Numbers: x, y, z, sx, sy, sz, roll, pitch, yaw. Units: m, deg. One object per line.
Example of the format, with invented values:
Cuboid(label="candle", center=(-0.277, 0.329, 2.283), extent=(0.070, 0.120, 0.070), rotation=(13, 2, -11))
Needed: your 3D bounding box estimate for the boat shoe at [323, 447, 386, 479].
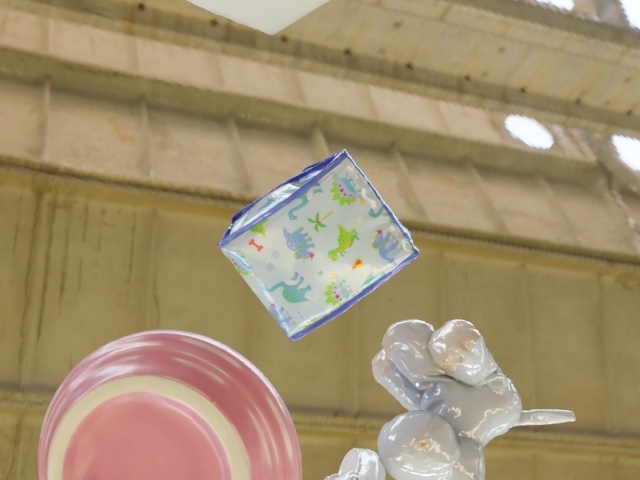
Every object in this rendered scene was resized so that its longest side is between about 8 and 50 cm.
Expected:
Cuboid(label="boat shoe", center=(0.025, 0.365, 1.346), extent=(0.096, 0.098, 0.277), rotation=(28, -159, -5))

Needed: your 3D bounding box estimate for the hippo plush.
Cuboid(label="hippo plush", center=(0.171, 0.282, 1.432), extent=(0.294, 0.234, 0.236), rotation=(43, -125, -24))

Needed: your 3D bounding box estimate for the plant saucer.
Cuboid(label="plant saucer", center=(-0.191, 0.275, 1.152), extent=(0.332, 0.332, 0.084), rotation=(40, -170, 7))

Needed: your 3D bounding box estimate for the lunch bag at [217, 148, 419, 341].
Cuboid(label="lunch bag", center=(0.000, 0.000, 0.943), extent=(0.129, 0.151, 0.096), rotation=(52, -159, -15))

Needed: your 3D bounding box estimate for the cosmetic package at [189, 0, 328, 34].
Cuboid(label="cosmetic package", center=(0.055, -0.217, 0.351), extent=(0.153, 0.296, 0.129), rotation=(61, -165, 2))
